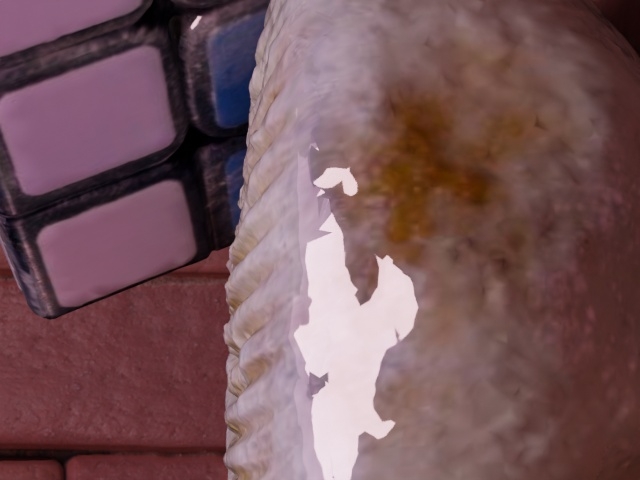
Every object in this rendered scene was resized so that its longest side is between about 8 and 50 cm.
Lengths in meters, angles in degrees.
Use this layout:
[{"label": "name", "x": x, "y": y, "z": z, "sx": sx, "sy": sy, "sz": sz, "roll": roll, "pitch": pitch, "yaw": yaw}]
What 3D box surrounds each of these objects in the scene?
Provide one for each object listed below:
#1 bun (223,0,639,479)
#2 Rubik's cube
[{"label": "bun", "x": 0.060, "y": 0.033, "z": 0.730, "sx": 0.362, "sy": 0.211, "sz": 0.361, "roll": 179, "pitch": 90, "yaw": -86}, {"label": "Rubik's cube", "x": -0.087, "y": -0.220, "z": 0.922, "sx": 0.362, "sy": 0.359, "sz": 0.363, "roll": 91, "pitch": 157, "yaw": -60}]
